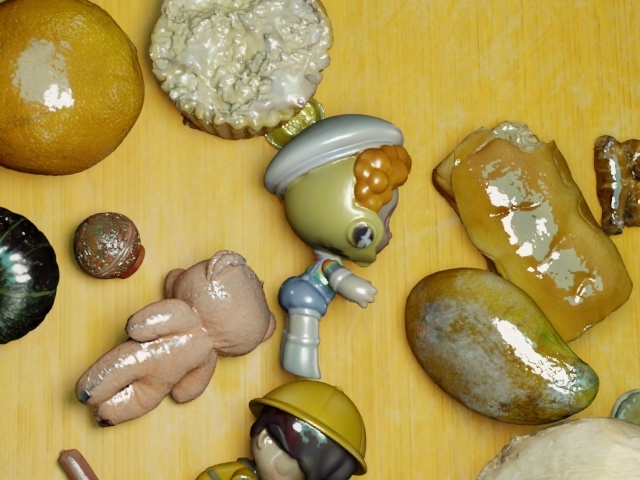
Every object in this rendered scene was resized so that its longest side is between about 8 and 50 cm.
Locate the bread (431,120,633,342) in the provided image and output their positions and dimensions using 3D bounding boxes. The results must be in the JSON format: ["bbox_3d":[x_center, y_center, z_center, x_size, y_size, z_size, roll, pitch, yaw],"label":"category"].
[{"bbox_3d":[0.322,-0.019,1.916,0.195,0.149,0.344,-32,90,-17],"label":"bread"}]

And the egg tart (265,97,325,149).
[{"bbox_3d":[-0.040,-0.183,1.913,0.105,0.039,0.105,2,83,-15],"label":"egg tart"}]

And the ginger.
[{"bbox_3d":[0.488,-0.088,2.011,0.103,0.073,0.162,-3,88,0],"label":"ginger"}]

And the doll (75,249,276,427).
[{"bbox_3d":[-0.216,0.130,1.782,0.303,0.201,0.156,-32,48,-10],"label":"doll"}]

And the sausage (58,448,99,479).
[{"bbox_3d":[-0.319,0.353,1.767,0.030,0.035,0.147,-33,91,-48],"label":"sausage"}]

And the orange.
[{"bbox_3d":[-0.370,-0.215,1.733,0.264,0.264,0.264,2,81,-13],"label":"orange"}]

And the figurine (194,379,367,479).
[{"bbox_3d":[-0.059,0.300,1.763,0.257,0.192,0.167,-31,71,-6],"label":"figurine"}]

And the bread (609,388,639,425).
[{"bbox_3d":[0.552,0.287,1.969,0.232,0.064,0.172,-31,90,-14],"label":"bread"}]

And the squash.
[{"bbox_3d":[-0.452,0.046,1.721,0.193,0.156,0.193,-3,103,-14],"label":"squash"}]

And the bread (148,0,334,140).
[{"bbox_3d":[-0.116,-0.276,1.842,0.274,0.149,0.274,1,77,-2],"label":"bread"}]

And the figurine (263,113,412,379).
[{"bbox_3d":[0.002,0.001,1.793,0.205,0.224,0.382,14,76,-5],"label":"figurine"}]

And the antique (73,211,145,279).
[{"bbox_3d":[-0.302,0.007,1.788,0.104,0.104,0.104,2,81,-13],"label":"antique"}]

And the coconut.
[{"bbox_3d":[0.359,0.424,1.742,0.404,0.404,0.405,2,81,-13],"label":"coconut"}]

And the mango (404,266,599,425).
[{"bbox_3d":[0.257,0.158,1.828,0.316,0.146,0.193,32,111,26],"label":"mango"}]
